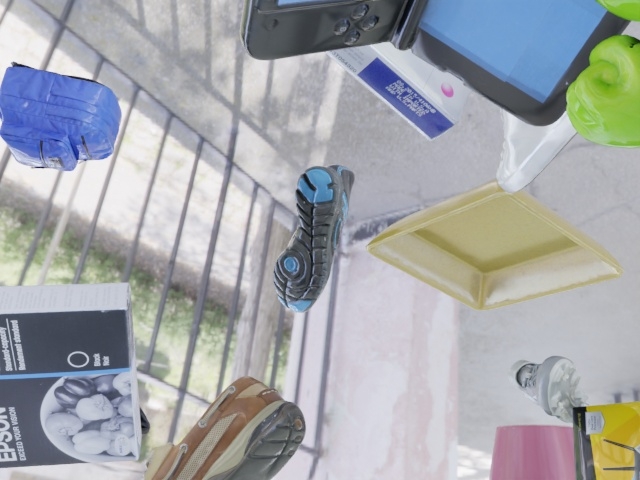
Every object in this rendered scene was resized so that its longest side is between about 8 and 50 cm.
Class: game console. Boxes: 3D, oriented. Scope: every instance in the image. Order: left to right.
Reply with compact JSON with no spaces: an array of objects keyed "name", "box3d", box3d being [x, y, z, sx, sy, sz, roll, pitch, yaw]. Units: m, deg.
[{"name":"game console","box3d":[0.098,-0.213,0.496,0.250,0.173,0.293,-16,152,-23]}]

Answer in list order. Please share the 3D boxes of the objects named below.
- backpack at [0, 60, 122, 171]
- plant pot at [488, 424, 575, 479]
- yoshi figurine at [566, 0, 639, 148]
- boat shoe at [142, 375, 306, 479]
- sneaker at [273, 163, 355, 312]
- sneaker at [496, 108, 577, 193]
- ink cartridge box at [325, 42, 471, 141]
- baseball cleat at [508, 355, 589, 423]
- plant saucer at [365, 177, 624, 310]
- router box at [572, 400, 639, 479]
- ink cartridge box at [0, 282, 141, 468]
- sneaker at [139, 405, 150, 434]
[{"name":"backpack","box3d":[-0.290,-0.130,0.766,0.120,0.101,0.098,6,164,-6]},{"name":"plant pot","box3d":[0.360,0.398,1.111,0.201,0.180,0.201,1,161,0]},{"name":"yoshi figurine","box3d":[0.237,-0.104,0.342,0.203,0.203,0.362,-2,155,40]},{"name":"boat shoe","box3d":[-0.162,0.309,0.851,0.120,0.324,0.122,37,165,34]},{"name":"sneaker","box3d":[0.000,0.000,1.453,0.125,0.140,0.340,27,114,22]},{"name":"sneaker","box3d":[0.269,-0.164,0.850,0.123,0.106,0.290,41,159,10]},{"name":"ink cartridge box","box3d":[0.096,-0.349,0.899,0.324,0.330,0.071,36,148,-15]},{"name":"baseball cleat","box3d":[0.291,0.190,0.896,0.109,0.072,0.206,26,166,37]},{"name":"plant saucer","box3d":[0.309,0.005,1.224,0.333,0.081,0.333,27,149,-29]},{"name":"router box","box3d":[0.374,0.286,0.805,0.046,0.178,0.133,29,146,-34]},{"name":"ink cartridge box","box3d":[-0.285,0.136,0.654,0.208,0.045,0.206,0,122,-9]},{"name":"sneaker","box3d":[-0.404,0.374,1.323,0.087,0.130,0.227,-12,134,-44]}]
